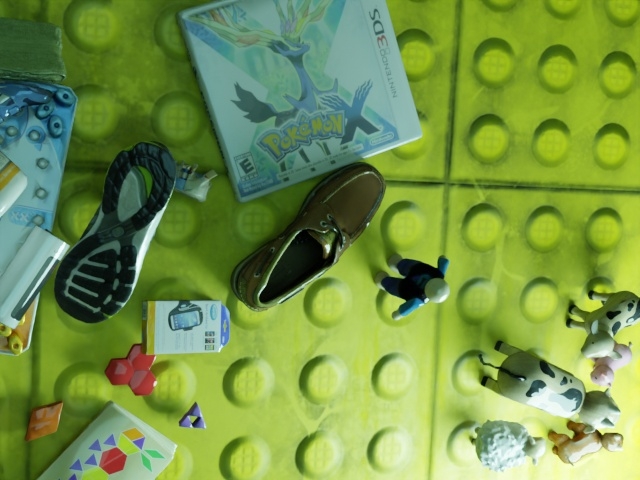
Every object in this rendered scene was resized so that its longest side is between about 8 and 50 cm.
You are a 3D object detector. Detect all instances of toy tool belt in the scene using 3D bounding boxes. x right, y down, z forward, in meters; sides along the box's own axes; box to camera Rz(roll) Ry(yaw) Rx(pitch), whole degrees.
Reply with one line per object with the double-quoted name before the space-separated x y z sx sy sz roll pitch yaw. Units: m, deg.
"toy tool belt" -0.201 -0.096 1.359 0.083 0.052 0.051 24 79 6

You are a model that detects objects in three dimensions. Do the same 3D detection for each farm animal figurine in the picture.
"farm animal figurine" 0.437 0.244 1.575 0.326 0.172 0.330 5 94 -21

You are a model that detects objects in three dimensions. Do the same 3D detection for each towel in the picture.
"towel" -0.424 -0.259 1.235 0.148 0.027 0.110 -1 57 -23

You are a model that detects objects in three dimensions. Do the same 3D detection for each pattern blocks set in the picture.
"pattern blocks set" -0.321 0.342 1.373 0.325 0.026 0.285 -38 108 -13

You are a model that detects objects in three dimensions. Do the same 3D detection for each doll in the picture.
"doll" 0.150 0.070 1.435 0.046 0.189 0.129 42 81 -20

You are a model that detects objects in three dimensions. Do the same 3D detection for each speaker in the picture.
"speaker" -0.397 0.048 1.223 0.055 0.055 0.136 35 80 -21

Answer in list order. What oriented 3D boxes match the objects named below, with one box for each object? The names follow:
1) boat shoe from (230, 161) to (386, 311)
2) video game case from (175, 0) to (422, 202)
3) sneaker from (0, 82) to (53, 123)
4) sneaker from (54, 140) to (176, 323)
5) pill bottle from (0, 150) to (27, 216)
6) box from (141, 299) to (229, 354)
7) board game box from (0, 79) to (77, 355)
"boat shoe" 0.000 0.000 1.414 0.307 0.104 0.111 -46 109 -10
"video game case" -0.023 -0.252 1.413 0.329 0.036 0.300 -21 103 -17
"sneaker" -0.427 -0.178 1.202 0.144 0.053 0.059 -6 94 -13
"sneaker" -0.281 -0.012 1.302 0.111 0.121 0.300 31 106 -6
"pill bottle" -0.514 -0.111 1.111 0.278 0.162 0.162 44 80 -17
"box" -0.203 0.130 1.380 0.136 0.028 0.081 3 88 -33
"board game box" -0.553 -0.060 1.212 0.390 0.050 0.390 11 89 -22
